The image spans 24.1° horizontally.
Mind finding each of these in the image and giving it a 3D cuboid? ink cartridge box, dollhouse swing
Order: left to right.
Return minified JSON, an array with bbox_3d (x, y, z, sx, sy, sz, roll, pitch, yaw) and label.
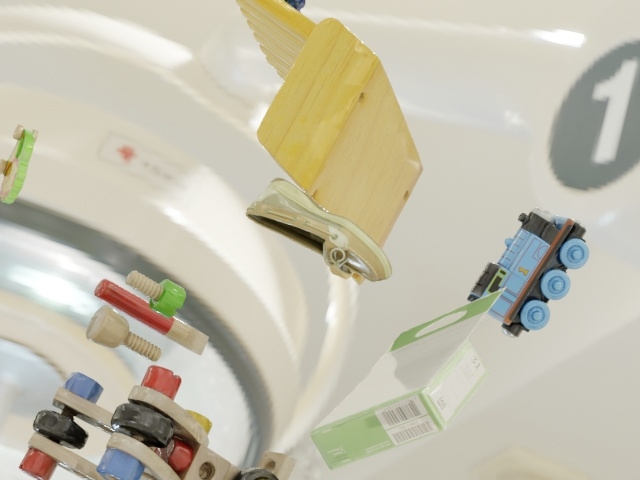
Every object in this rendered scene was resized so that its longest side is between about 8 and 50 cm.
[{"bbox_3d":[-0.041,-0.167,2.272,0.305,0.315,0.347,23,-16,22],"label":"dollhouse swing"},{"bbox_3d":[0.111,0.152,1.658,0.171,0.235,0.056,-27,-82,39],"label":"ink cartridge box"}]

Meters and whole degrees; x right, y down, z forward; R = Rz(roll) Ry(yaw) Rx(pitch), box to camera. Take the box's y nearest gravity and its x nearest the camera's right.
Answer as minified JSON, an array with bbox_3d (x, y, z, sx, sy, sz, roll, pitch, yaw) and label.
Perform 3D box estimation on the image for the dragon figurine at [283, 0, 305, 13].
[{"bbox_3d":[-0.088,-0.480,2.476,0.144,0.085,0.289,17,-47,15],"label":"dragon figurine"}]

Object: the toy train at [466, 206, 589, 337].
[{"bbox_3d":[0.283,0.040,2.023,0.105,0.184,0.080,33,0,-13],"label":"toy train"}]

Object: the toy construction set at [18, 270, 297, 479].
[{"bbox_3d":[-0.145,0.201,1.516,0.237,0.308,0.257,32,-47,-25],"label":"toy construction set"}]

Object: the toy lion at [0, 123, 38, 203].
[{"bbox_3d":[-0.441,-0.106,2.183,0.034,0.100,0.096,20,23,-25],"label":"toy lion"}]

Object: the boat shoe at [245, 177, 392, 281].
[{"bbox_3d":[-0.001,-0.001,1.404,0.153,0.048,0.056,36,-21,20],"label":"boat shoe"}]
